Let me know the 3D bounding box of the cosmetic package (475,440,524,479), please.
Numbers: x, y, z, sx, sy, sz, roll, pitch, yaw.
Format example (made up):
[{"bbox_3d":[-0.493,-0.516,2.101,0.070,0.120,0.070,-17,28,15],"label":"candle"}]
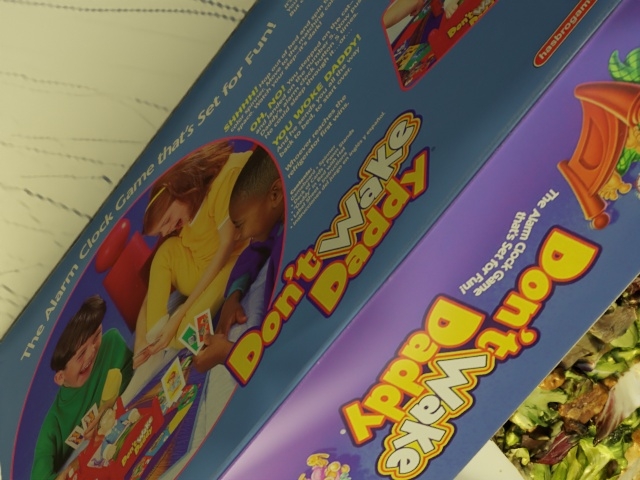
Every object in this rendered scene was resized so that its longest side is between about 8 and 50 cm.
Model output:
[{"bbox_3d":[0.117,0.070,0.760,0.117,0.085,0.231,-15,123,-7],"label":"cosmetic package"}]

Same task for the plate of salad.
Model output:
[{"bbox_3d":[0.118,0.057,0.676,0.200,0.048,0.200,-7,120,-12],"label":"plate of salad"}]

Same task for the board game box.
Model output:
[{"bbox_3d":[0.000,0.000,0.596,0.078,0.233,0.347,31,107,-28],"label":"board game box"}]
